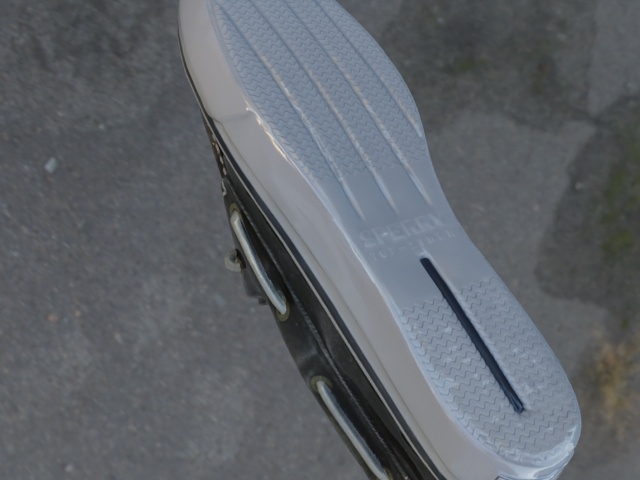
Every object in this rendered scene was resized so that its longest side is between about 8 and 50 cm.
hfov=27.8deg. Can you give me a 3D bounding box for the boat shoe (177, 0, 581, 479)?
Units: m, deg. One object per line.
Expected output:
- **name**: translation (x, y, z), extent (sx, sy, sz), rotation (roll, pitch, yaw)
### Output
- **boat shoe**: translation (0.000, 0.000, 0.669), extent (0.121, 0.335, 0.119), rotation (-7, 151, -40)
